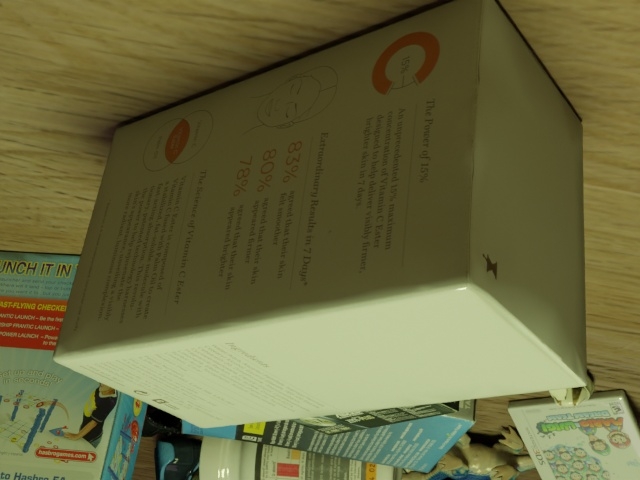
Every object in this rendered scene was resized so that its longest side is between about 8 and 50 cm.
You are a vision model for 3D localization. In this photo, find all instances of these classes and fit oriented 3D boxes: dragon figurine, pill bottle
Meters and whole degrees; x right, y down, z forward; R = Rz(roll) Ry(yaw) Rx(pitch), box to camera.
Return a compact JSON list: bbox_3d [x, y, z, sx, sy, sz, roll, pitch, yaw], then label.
[{"bbox_3d":[0.252,0.339,1.360,0.289,0.085,0.144,2,151,13],"label":"dragon figurine"},{"bbox_3d":[-0.024,0.325,1.324,0.279,0.162,0.162,2,151,11],"label":"pill bottle"}]

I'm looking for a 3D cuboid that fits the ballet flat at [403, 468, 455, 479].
[{"bbox_3d":[0.198,0.405,1.552,0.173,0.057,0.049,33,103,-39],"label":"ballet flat"}]

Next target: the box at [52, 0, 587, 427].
[{"bbox_3d":[0.000,0.000,0.670,0.345,0.215,0.168,-13,145,35],"label":"box"}]

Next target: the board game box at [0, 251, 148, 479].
[{"bbox_3d":[-0.341,0.164,0.965,0.308,0.301,0.086,3,152,10],"label":"board game box"}]

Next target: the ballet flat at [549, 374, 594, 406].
[{"bbox_3d":[0.286,0.170,1.077,0.057,0.052,0.168,-9,148,27],"label":"ballet flat"}]

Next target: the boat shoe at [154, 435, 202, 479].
[{"bbox_3d":[-0.237,0.393,1.555,0.089,0.109,0.258,-4,165,-14],"label":"boat shoe"}]

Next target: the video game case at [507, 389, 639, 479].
[{"bbox_3d":[0.346,0.264,1.199,0.157,0.019,0.143,-14,114,34],"label":"video game case"}]

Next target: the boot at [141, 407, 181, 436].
[{"bbox_3d":[-0.289,0.288,1.448,0.121,0.045,0.099,18,153,-32],"label":"boot"}]

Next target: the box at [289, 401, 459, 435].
[{"bbox_3d":[0.051,0.108,0.924,0.078,0.147,0.180,29,146,-35],"label":"box"}]

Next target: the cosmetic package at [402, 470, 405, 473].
[{"bbox_3d":[0.059,0.394,1.514,0.117,0.085,0.231,-12,147,31],"label":"cosmetic package"}]

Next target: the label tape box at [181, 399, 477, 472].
[{"bbox_3d":[0.002,0.185,1.121,0.334,0.105,0.240,11,151,-3],"label":"label tape box"}]
